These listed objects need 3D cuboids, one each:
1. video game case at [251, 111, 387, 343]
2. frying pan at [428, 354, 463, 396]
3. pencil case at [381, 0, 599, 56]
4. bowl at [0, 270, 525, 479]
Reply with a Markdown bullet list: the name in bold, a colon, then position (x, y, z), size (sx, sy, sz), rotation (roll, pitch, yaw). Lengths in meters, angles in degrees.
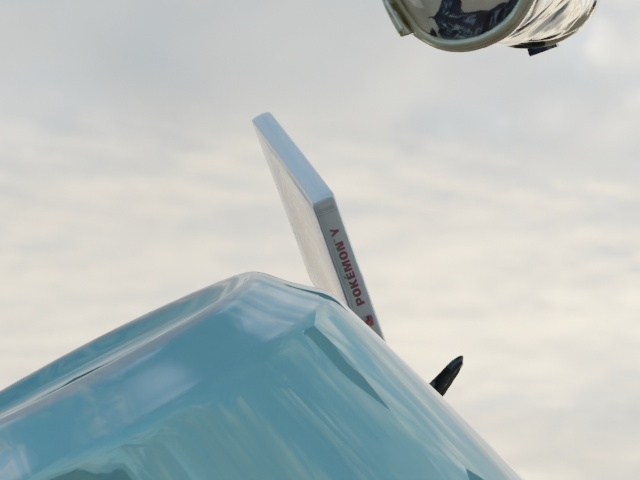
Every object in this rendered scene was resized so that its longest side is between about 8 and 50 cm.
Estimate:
- **video game case**: position (0.000, 0.000, 1.601), size (0.023, 0.201, 0.183), rotation (-24, -61, -7)
- **frying pan**: position (0.010, 0.249, 1.734), size (0.053, 0.326, 0.197), rotation (36, 26, 18)
- **pencil case**: position (0.184, -0.274, 1.896), size (0.183, 0.160, 0.410), rotation (-43, -8, 17)
- **bowl**: position (-0.067, 0.123, 0.799), size (0.311, 0.163, 0.311), rotation (-26, 5, 2)
